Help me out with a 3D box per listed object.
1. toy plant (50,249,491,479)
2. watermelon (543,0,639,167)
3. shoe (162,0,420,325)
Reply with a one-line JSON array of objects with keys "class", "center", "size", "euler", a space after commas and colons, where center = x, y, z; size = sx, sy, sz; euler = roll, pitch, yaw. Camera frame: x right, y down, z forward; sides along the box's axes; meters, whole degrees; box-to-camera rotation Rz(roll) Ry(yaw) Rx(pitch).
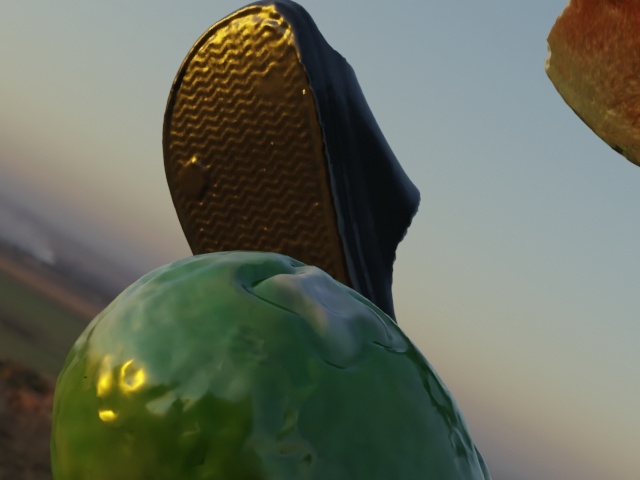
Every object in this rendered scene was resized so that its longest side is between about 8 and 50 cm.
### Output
[{"class": "toy plant", "center": [0.022, 0.129, 0.431], "size": [0.218, 0.175, 0.235], "euler": [60, 1, -39]}, {"class": "watermelon", "center": [0.255, -0.101, 0.837], "size": [0.213, 0.201, 0.262], "euler": [-15, 39, -28]}, {"class": "shoe", "center": [0.000, 0.000, 0.883], "size": [0.108, 0.241, 0.093], "euler": [-19, -6, 36]}]
